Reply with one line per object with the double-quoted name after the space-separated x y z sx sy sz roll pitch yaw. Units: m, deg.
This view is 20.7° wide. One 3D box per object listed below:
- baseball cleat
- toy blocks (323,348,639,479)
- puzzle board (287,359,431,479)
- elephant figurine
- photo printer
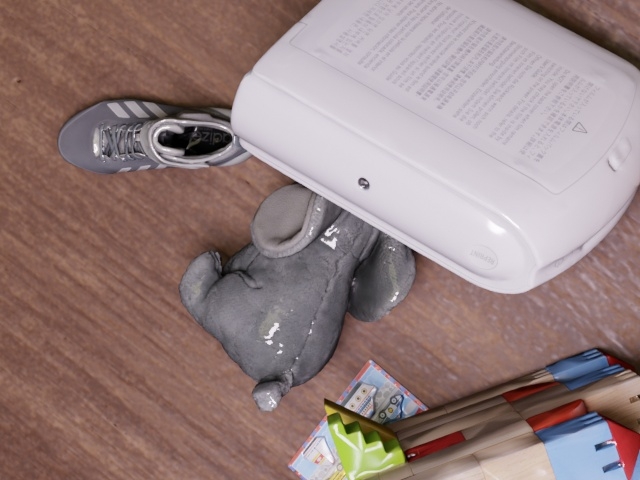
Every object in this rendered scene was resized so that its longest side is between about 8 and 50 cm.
-0.162 -0.098 1.605 0.206 0.109 0.072 -4 93 19 "baseball cleat"
0.158 0.183 1.388 0.261 0.381 0.190 -20 94 0 "toy blocks"
0.042 0.187 1.588 0.096 0.011 0.128 40 99 14 "puzzle board"
0.000 0.000 1.522 0.186 0.169 0.239 45 105 18 "elephant figurine"
0.119 -0.101 1.459 0.307 0.256 0.107 30 140 14 "photo printer"
